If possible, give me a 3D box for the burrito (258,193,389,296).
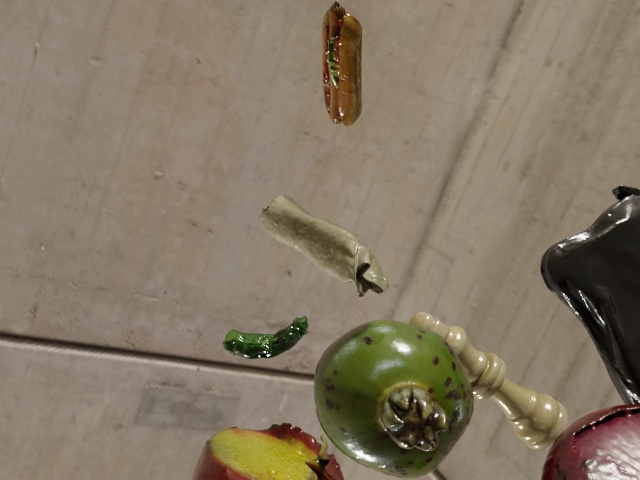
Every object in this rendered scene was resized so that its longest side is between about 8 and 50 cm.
[{"bbox_3d":[0.000,0.000,0.876,0.087,0.226,0.060,32,-89,-48],"label":"burrito"}]

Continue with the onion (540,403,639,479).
[{"bbox_3d":[0.311,0.262,0.611,0.248,0.248,0.161,-3,-52,-25],"label":"onion"}]

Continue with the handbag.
[{"bbox_3d":[0.428,0.101,0.899,0.192,0.075,0.332,-31,-94,-13],"label":"handbag"}]

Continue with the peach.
[{"bbox_3d":[-0.116,0.576,1.504,0.335,0.406,0.309,3,-89,-13],"label":"peach"}]

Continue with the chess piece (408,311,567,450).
[{"bbox_3d":[0.341,0.286,1.465,0.397,0.117,0.117,38,-88,-11],"label":"chess piece"}]

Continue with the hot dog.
[{"bbox_3d":[0.034,-0.308,1.219,0.062,0.092,0.235,-22,-47,-19],"label":"hot dog"}]

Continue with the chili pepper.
[{"bbox_3d":[-0.087,0.174,1.220,0.182,0.050,0.073,-20,-58,27],"label":"chili pepper"}]

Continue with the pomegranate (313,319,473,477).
[{"bbox_3d":[0.093,0.192,0.833,0.202,0.248,0.201,0,-87,-6],"label":"pomegranate"}]
